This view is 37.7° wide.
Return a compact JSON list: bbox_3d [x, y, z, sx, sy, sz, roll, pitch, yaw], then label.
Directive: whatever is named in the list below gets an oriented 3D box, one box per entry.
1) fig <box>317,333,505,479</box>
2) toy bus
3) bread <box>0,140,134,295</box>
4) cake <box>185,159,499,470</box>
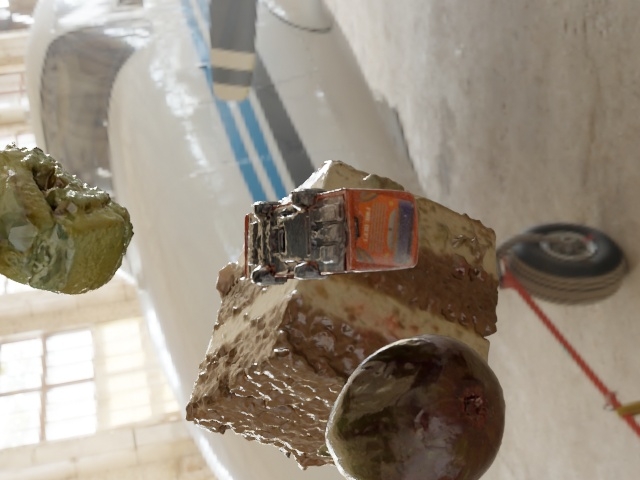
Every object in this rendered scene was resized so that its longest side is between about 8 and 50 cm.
[{"bbox_3d":[0.051,0.125,0.638,0.155,0.109,0.103,-22,109,50],"label":"fig"},{"bbox_3d":[0.000,0.000,0.686,0.192,0.077,0.065,171,100,-67],"label":"toy bus"},{"bbox_3d":[-0.253,-0.012,0.811,0.110,0.156,0.103,-55,-11,-69],"label":"bread"},{"bbox_3d":[0.030,0.089,1.066,0.282,0.256,0.290,-37,35,52],"label":"cake"}]
